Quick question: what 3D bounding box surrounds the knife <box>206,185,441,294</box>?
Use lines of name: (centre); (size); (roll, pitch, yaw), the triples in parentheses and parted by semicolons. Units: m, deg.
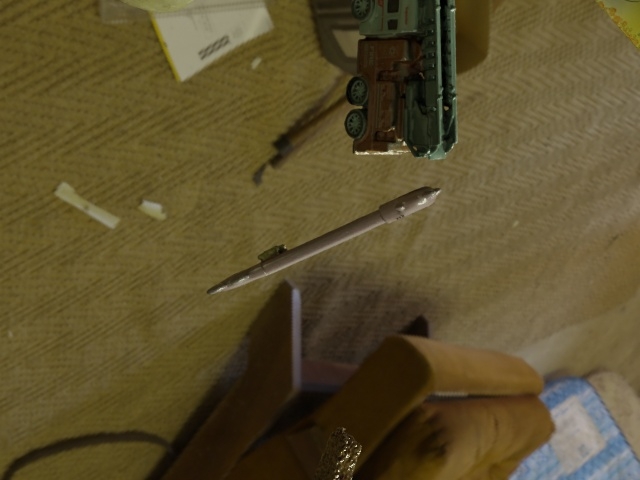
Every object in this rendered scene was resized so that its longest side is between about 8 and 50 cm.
knife: (0.000, -0.001, 1.216); (0.399, 0.038, 0.132); (-23, -178, 23)

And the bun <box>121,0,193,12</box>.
bun: (-0.149, -0.379, 0.836); (0.168, 0.273, 0.272); (-8, 133, -54)

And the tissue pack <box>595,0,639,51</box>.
tissue pack: (0.351, -0.299, 0.926); (0.062, 0.176, 0.095); (-38, -171, 39)

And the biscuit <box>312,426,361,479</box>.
biscuit: (0.006, 0.358, 1.112); (0.034, 0.064, 0.199); (17, 91, -20)

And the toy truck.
toy truck: (0.154, -0.309, 1.366); (0.133, 0.184, 0.338); (-5, 102, -40)
